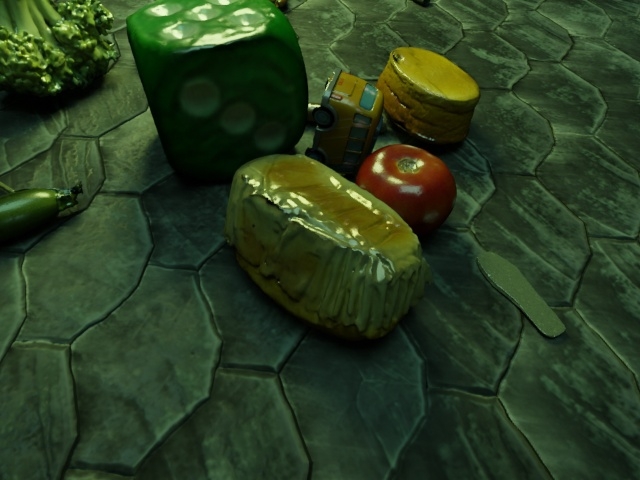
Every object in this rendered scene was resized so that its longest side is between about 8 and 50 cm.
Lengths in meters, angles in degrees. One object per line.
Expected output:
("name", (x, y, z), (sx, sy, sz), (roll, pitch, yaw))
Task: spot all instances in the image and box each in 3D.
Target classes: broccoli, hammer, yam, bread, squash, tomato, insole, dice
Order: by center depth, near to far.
("bread", (-0.011, 0.003, 0.771), (0.235, 0.183, 0.388), (-20, 47, -35))
("insole", (0.351, 0.090, 0.797), (0.063, 0.010, 0.192), (-22, 56, -17))
("squash", (-0.604, -0.035, 0.830), (0.331, 0.087, 0.087), (-23, 55, -20))
("tomato", (0.160, -0.092, 0.859), (0.194, 0.136, 0.195), (0, 48, 0))
("hammer", (-0.641, -0.096, 0.915), (0.195, 0.028, 0.060), (27, 60, 17))
("dice", (-0.211, -0.321, 0.936), (0.299, 0.297, 0.287), (-20, 51, -16))
("bread", (0.246, -0.337, 1.054), (0.195, 0.143, 0.270), (-16, 54, -28))
("broccoli", (-0.697, -0.507, 1.077), (0.293, 0.281, 0.348), (31, 47, 19))
("yam", (0.041, -0.294, 1.077), (0.240, 0.057, 0.057), (11, 51, 5))

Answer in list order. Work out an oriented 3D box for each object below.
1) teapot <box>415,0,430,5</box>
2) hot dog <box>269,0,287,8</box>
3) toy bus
("teapot", (0.319, -0.830, 1.525), (0.042, 0.043, 0.110), (-35, 55, -26))
("hot dog", (-0.167, -0.845, 1.505), (0.100, 0.068, 0.250), (0, 52, -19))
("toy bus", (0.052, -0.230, 0.930), (0.136, 0.210, 0.126), (18, 52, 1))
